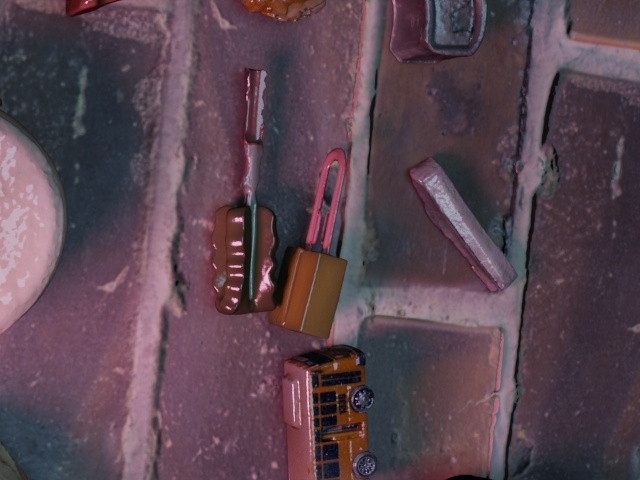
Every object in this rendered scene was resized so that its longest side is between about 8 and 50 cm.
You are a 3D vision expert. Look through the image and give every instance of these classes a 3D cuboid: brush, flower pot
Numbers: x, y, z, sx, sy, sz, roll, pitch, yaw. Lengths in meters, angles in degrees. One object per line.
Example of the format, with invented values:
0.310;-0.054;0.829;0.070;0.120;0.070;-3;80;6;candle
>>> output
-0.088;-0.060;1.951;0.084;0.071;0.301;0;93;-33;brush
0.000;0.000;1.970;0.047;0.103;0.233;15;87;-25;brush
0.136;-0.336;1.999;0.103;0.108;0.229;-13;97;-19;flower pot

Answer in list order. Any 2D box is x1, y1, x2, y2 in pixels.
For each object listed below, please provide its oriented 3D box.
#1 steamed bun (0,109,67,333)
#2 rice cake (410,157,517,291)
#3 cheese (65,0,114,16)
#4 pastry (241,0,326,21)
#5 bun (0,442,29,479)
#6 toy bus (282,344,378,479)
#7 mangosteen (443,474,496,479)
-0.427;-0.022;1.756;0.283;0.177;0.283;-2;95;-26;steamed bun
0.187;-0.019;2.079;0.047;0.036;0.206;-46;108;-26;rice cake
-0.219;-0.375;1.851;0.203;0.128;0.177;-20;99;-15;cheese
-0.046;-0.341;1.938;0.153;0.081;0.153;-6;105;-24;pastry
-0.440;0.382;1.760;0.360;0.211;0.359;-1;93;-21;bun
0.007;0.226;1.994;0.103;0.091;0.182;-5;97;-22;toy bus
0.178;0.405;2.026;0.230;0.194;0.194;-31;104;-2;mangosteen
